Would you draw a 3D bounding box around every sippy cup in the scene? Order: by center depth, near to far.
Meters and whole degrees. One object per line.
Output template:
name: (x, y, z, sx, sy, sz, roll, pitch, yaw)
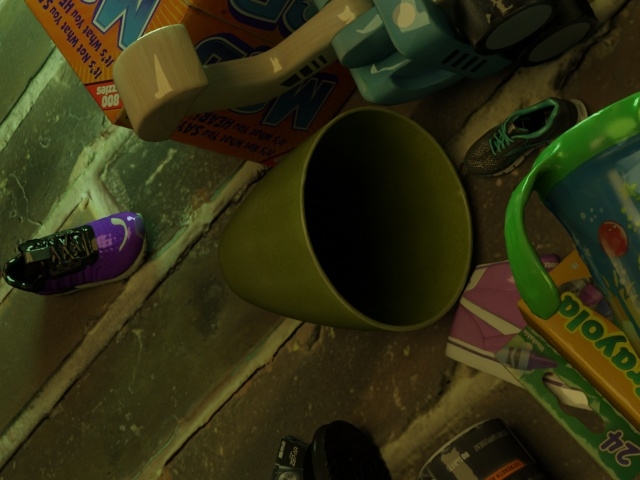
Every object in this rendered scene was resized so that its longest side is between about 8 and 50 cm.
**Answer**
sippy cup: (0.339, -0.004, 0.850, 0.305, 0.240, 0.224, -23, 72, 20)

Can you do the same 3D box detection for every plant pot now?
plant pot: (0.000, 0.000, 1.228, 0.293, 0.274, 0.275, -18, 73, 51)

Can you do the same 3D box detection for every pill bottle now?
pill bottle: (0.232, 0.337, 1.073, 0.130, 0.130, 0.246, -49, 60, 21)

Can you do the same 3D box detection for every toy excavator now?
toy excavator: (0.040, -0.244, 1.098, 0.445, 0.432, 0.222, -33, 75, 29)

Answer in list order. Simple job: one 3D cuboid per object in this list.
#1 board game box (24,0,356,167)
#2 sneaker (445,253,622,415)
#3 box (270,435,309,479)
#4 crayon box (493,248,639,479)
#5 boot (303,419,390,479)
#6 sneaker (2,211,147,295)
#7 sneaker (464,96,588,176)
board game box: (-0.140, -0.367, 1.290, 0.356, 0.356, 0.356, -51, 59, 20)
sneaker: (0.281, 0.102, 1.087, 0.282, 0.102, 0.161, 19, 93, 36)
box: (-0.035, 0.331, 1.335, 0.067, 0.018, 0.083, 18, 95, 36)
crayon box: (0.358, 0.070, 0.975, 0.323, 0.083, 0.203, -43, 60, 0)
boot: (-0.021, 0.437, 1.242, 0.260, 0.131, 0.348, -24, 71, 31)
sneaker: (-0.426, 0.029, 1.578, 0.293, 0.146, 0.102, -24, 71, 32)
sneaker: (0.242, -0.134, 1.157, 0.166, 0.076, 0.065, -30, 67, 30)
